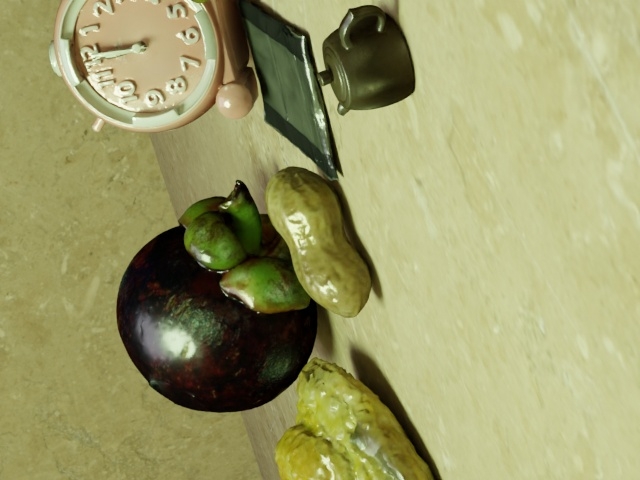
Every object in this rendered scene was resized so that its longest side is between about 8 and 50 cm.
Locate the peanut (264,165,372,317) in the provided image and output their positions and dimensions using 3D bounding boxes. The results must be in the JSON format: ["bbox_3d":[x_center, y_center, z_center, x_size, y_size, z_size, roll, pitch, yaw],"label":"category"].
[{"bbox_3d":[0.000,-0.001,1.345,0.193,0.089,0.089,63,167,13],"label":"peanut"}]

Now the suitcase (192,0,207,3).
[{"bbox_3d":[-0.149,-0.352,1.204,0.235,0.143,0.194,60,174,-21],"label":"suitcase"}]

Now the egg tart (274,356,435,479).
[{"bbox_3d":[0.055,0.333,1.486,0.339,0.153,0.352,-138,29,-61],"label":"egg tart"}]

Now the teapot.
[{"bbox_3d":[0.030,-0.146,0.975,0.121,0.068,0.076,89,158,-58],"label":"teapot"}]

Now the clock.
[{"bbox_3d":[-0.212,-0.247,1.469,0.142,0.241,0.227,-81,-21,-70],"label":"clock"}]

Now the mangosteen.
[{"bbox_3d":[-0.142,0.093,1.685,0.311,0.311,0.311,160,90,-79],"label":"mangosteen"}]

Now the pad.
[{"bbox_3d":[-0.037,-0.178,1.366,0.233,0.022,0.174,-135,28,-62],"label":"pad"}]
